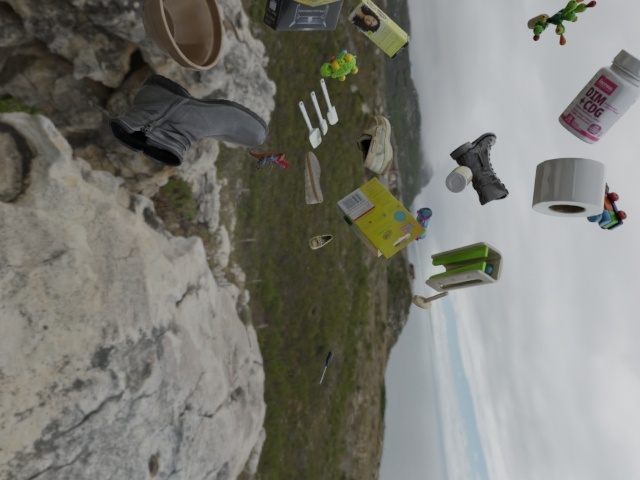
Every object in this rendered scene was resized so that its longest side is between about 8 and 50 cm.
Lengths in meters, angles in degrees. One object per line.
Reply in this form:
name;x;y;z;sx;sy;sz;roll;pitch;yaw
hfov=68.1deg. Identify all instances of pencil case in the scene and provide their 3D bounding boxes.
pencil case;0.432;-0.071;2.018;0.152;0.064;0.070;89;20;-51

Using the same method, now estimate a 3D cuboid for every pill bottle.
pill bottle;0.966;-0.483;1.601;0.160;0.160;0.283;-80;-162;-52
pill bottle;0.422;-0.188;1.431;0.116;0.065;0.065;-36;120;-55

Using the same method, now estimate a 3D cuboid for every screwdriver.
screwdriver;0.021;0.512;1.888;0.025;0.024;0.170;-125;-134;-59

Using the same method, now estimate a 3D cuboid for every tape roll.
tape roll;0.944;-0.197;1.804;0.246;0.245;0.169;37;63;-73

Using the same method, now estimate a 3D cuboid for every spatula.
spatula;-0.006;-0.477;1.794;0.168;0.019;0.242;-48;152;-12

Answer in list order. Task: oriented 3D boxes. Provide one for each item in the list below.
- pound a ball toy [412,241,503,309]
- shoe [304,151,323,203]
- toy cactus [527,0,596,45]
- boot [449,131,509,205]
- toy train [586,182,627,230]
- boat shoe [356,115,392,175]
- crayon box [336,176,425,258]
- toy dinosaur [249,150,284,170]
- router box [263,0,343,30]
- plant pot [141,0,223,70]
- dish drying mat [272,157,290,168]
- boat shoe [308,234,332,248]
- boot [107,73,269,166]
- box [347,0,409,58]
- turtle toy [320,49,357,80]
pound a ball toy;0.510;0.152;1.763;0.135;0.319;0.208;30;63;-22
shoe;-0.038;-0.238;1.797;0.076;0.058;0.219;27;49;-54
toy cactus;0.756;-0.707;1.535;0.112;0.219;0.180;54;-8;-26
boot;0.576;-0.242;1.642;0.229;0.262;0.091;58;-34;7
toy train;1.135;-0.169;1.948;0.105;0.143;0.248;132;-41;-53
boat shoe;0.179;-0.345;1.635;0.303;0.098;0.109;-89;-160;-44
crayon box;0.236;-0.078;1.881;0.319;0.202;0.081;51;-12;25
toy dinosaur;-0.131;-0.208;1.201;0.090;0.082;0.047;50;29;-11
router box;-0.043;-0.887;1.696;0.308;0.081;0.243;-22;145;-40
plant pot;-0.339;-0.519;1.117;0.237;0.109;0.238;-1;90;-68
dish drying mat;-0.161;-0.309;1.871;0.032;0.083;0.008;-53;165;-32
boat shoe;0.001;0.002;2.206;0.153;0.048;0.056;-15;81;-55
boot;-0.306;-0.251;1.139;0.118;0.337;0.223;115;-12;-48
box;0.210;-0.765;1.704;0.232;0.087;0.058;30;48;-24
turtle toy;0.061;-0.593;1.605;0.066;0.130;0.095;67;12;21
